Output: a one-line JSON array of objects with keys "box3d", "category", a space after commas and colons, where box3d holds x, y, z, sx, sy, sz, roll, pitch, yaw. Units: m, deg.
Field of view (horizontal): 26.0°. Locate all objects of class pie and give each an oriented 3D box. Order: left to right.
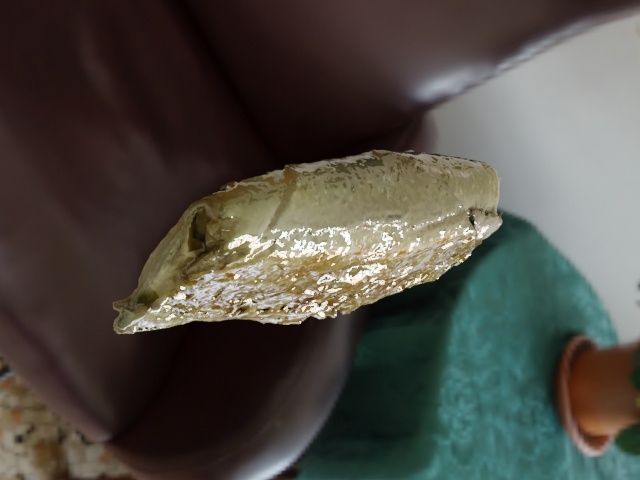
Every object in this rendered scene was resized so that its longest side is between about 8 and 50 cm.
[{"box3d": [0.000, 0.000, 0.812, 0.282, 0.128, 0.068, -11, 61, -50], "category": "pie"}]
